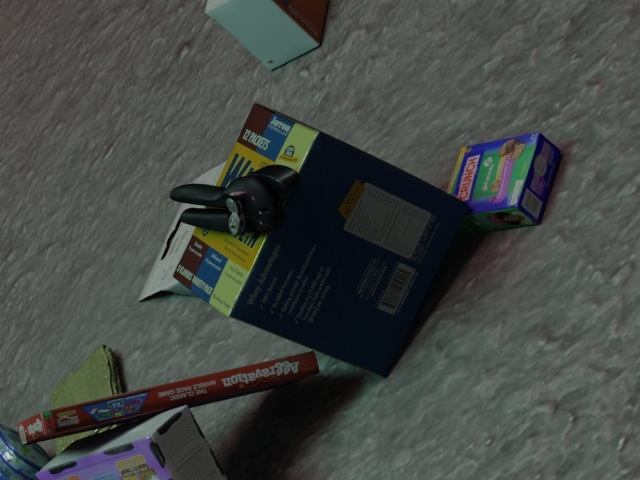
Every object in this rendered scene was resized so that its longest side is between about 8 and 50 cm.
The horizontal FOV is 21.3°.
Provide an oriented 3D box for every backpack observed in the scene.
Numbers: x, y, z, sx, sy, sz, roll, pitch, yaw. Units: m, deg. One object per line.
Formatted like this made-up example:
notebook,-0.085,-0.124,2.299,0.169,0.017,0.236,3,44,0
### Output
backpack,-0.364,0.274,1.989,0.084,0.105,0.114,-47,38,6

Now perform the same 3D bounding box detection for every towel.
towel,-0.277,0.199,2.032,0.110,0.027,0.148,-42,35,13

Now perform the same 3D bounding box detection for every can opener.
can opener,-0.087,-0.031,1.625,0.073,0.059,0.186,-24,10,-34

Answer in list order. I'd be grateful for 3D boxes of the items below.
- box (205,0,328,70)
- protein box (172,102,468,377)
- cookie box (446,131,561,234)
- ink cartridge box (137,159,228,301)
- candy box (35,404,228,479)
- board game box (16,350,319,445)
box,-0.063,-0.333,2.215,0.091,0.130,0.170,-23,42,34
protein box,0.000,0.000,1.706,0.136,0.201,0.200,30,95,57
cookie box,0.181,-0.057,1.732,0.107,0.040,0.092,-10,52,46
ink cartridge box,-0.123,-0.016,2.063,0.232,0.066,0.189,-33,31,61
candy box,-0.159,0.276,1.658,0.165,0.196,0.070,-20,12,36
board game box,-0.154,0.159,1.711,0.145,0.281,0.027,154,104,-69
